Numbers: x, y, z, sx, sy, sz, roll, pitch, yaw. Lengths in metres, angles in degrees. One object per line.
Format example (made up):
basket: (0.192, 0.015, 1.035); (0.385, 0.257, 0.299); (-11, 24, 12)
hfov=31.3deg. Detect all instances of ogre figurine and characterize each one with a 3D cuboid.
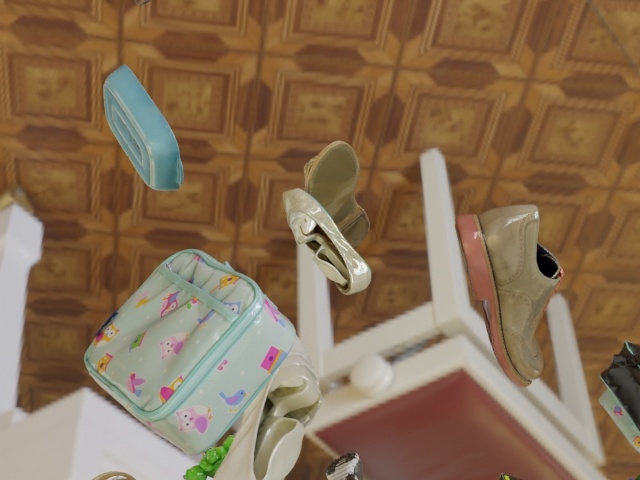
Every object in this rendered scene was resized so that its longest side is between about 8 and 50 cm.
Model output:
ogre figurine: (-0.193, 0.467, 2.282); (0.197, 0.118, 0.097); (-49, 146, 2)

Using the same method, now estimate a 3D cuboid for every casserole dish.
casserole dish: (-0.232, -0.140, 1.465); (0.037, 0.188, 0.114); (-24, 149, -22)

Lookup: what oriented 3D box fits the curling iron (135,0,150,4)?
curling iron: (-0.245, -0.418, 1.621); (0.035, 0.068, 0.274); (41, 159, 7)

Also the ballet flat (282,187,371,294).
ballet flat: (0.000, 0.000, 1.474); (0.168, 0.052, 0.057); (47, 136, 11)

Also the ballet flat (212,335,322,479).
ballet flat: (-0.066, 0.303, 1.925); (0.139, 0.400, 0.139); (11, 136, 11)

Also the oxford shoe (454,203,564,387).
oxford shoe: (0.294, 0.088, 1.645); (0.130, 0.123, 0.348); (-18, 135, 8)

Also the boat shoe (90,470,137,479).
boat shoe: (-0.239, 0.404, 1.320); (0.109, 0.098, 0.302); (-16, 106, -32)

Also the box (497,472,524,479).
box: (0.306, 0.367, 1.357); (0.184, 0.190, 0.045); (18, 108, -10)

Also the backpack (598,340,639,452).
backpack: (0.549, 0.257, 1.807); (0.188, 0.166, 0.144); (7, 121, -28)

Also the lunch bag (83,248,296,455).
lunch bag: (-0.165, 0.123, 1.424); (0.224, 0.279, 0.108); (-51, 122, -10)

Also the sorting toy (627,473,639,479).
sorting toy: (0.611, 0.492, 1.803); (0.365, 0.127, 0.126); (45, 87, -2)

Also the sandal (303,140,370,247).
sandal: (0.006, -0.076, 1.585); (0.088, 0.079, 0.240); (-37, 148, -10)

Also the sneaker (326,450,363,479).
sneaker: (0.065, 0.534, 2.463); (0.078, 0.234, 0.106); (-26, 97, 5)
